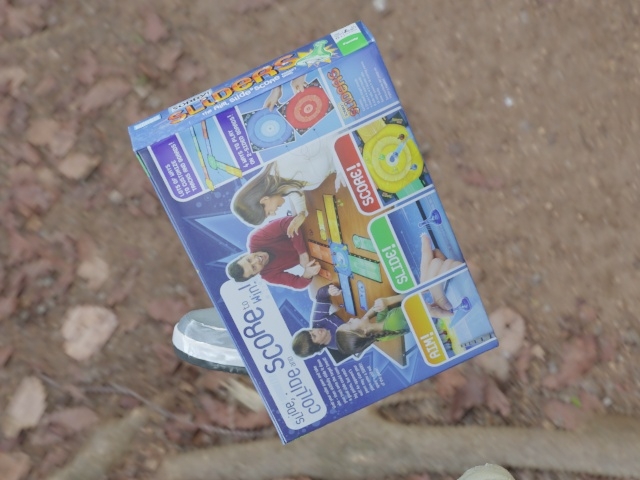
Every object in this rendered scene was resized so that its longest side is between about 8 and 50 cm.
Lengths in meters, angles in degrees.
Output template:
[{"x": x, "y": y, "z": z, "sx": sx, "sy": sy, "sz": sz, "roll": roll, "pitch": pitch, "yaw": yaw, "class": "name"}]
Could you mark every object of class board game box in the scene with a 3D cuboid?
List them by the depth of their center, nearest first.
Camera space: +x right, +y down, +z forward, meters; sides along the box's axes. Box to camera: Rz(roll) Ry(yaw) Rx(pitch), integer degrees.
[{"x": 0.000, "y": 0.000, "z": 0.902, "sx": 0.136, "sy": 0.201, "sz": 0.035, "roll": -24, "pitch": 28, "yaw": -1, "class": "board game box"}]

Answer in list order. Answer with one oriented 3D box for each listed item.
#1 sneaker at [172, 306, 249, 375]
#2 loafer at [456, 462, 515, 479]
[{"x": 0.004, "y": 0.031, "z": 1.624, "sx": 0.295, "sy": 0.178, "sz": 0.124, "roll": -4, "pitch": 20, "yaw": -18, "class": "sneaker"}, {"x": 0.119, "y": 0.322, "z": 1.675, "sx": 0.102, "sy": 0.092, "sz": 0.268, "roll": 41, "pitch": 118, "yaw": -2, "class": "loafer"}]
